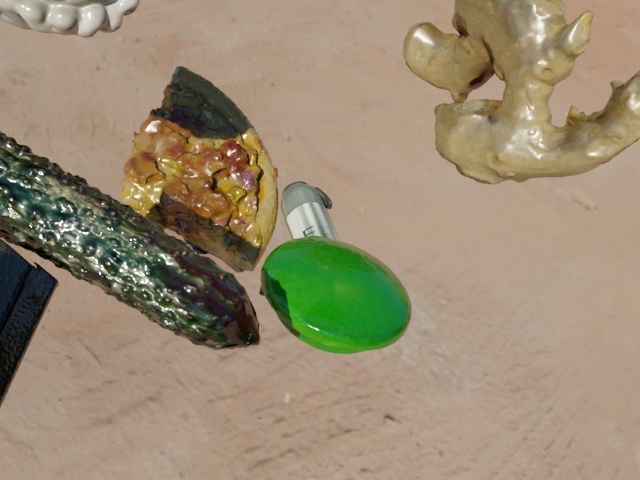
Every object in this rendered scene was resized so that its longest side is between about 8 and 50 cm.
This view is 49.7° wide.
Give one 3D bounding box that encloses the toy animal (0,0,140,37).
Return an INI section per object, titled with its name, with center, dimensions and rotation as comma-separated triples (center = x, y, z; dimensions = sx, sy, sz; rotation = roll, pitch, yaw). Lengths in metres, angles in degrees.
[toy animal]
center = -0.291, -0.305, 0.763
dimensions = 0.208, 0.155, 0.204
rotation = -24, 33, -32

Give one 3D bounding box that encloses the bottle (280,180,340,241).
[bottle]
center = 0.000, 0.000, 1.212
dimensions = 0.096, 0.079, 0.253
rotation = -13, 52, -14

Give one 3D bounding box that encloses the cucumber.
[cucumber]
center = -0.214, 0.006, 0.675
dimensions = 0.360, 0.096, 0.096
rotation = 31, 40, 4

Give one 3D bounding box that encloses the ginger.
[ginger]
center = 0.115, -0.151, 0.485
dimensions = 0.065, 0.149, 0.258
rotation = 3, 58, -53

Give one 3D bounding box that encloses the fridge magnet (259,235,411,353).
[fridge magnet]
center = 0.020, 0.072, 0.914
dimensions = 0.208, 0.088, 0.208
rotation = 15, 33, -10

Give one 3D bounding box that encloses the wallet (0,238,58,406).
[wallet]
center = -0.420, 0.113, 0.855
dimensions = 0.133, 0.039, 0.243
rotation = 46, 38, -34

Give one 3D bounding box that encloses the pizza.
[pizza]
center = -0.216, -0.126, 1.210
dimensions = 0.278, 0.114, 0.408
rotation = -10, 69, -20
